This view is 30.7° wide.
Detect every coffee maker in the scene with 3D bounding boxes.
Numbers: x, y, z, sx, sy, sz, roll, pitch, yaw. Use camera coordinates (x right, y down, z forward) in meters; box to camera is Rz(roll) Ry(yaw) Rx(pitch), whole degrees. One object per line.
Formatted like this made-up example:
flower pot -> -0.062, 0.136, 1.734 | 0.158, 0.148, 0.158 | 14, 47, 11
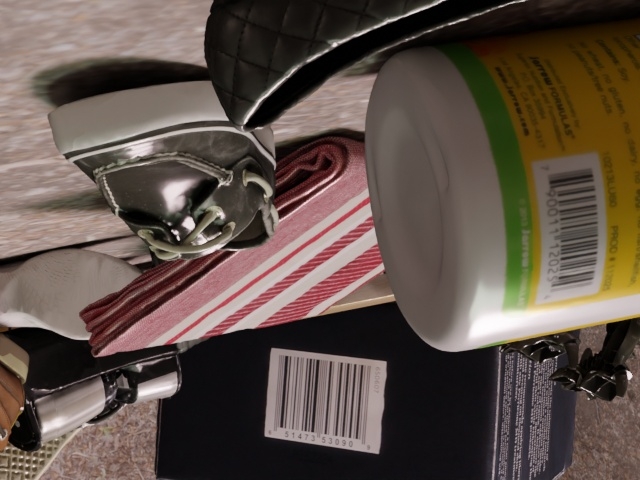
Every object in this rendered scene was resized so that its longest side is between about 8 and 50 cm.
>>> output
coffee maker -> -0.241, 0.106, 1.178 | 0.178, 0.171, 0.120 | -20, -148, -36

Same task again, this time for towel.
towel -> 0.000, 0.000, 0.879 | 0.237, 0.037, 0.329 | -34, 166, 24

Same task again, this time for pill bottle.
pill bottle -> 0.156, -0.035, 0.543 | 0.246, 0.136, 0.136 | -9, 175, -13

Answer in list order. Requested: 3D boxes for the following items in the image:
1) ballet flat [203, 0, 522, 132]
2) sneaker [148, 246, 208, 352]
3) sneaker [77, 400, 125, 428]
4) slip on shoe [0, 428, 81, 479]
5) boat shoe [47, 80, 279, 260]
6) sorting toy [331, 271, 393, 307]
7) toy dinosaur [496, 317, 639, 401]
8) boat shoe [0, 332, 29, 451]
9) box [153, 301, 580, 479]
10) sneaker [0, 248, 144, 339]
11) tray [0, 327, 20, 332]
ballet flat -> 0.046, -0.074, 0.373 | 0.173, 0.049, 0.057 | -12, 176, 14
sneaker -> -0.091, 0.039, 1.103 | 0.130, 0.109, 0.286 | -16, 178, -10
sneaker -> -0.214, 0.118, 1.339 | 0.262, 0.099, 0.121 | -38, -178, 4
slip on shoe -> -0.371, 0.232, 1.340 | 0.101, 0.123, 0.331 | -26, -169, 40
boat shoe -> -0.059, -0.028, 0.559 | 0.078, 0.070, 0.219 | -12, 175, 12
sorting toy -> 0.044, 0.028, 1.306 | 0.257, 0.089, 0.255 | -12, 175, 6
toy dinosaur -> 0.266, 0.030, 1.155 | 0.164, 0.218, 0.322 | 26, 171, -6
boat shoe -> -0.323, 0.107, 0.927 | 0.111, 0.104, 0.307 | -4, 158, 18
box -> 0.089, 0.207, 1.689 | 0.480, 0.297, 0.472 | 4, 180, 23
sneaker -> -0.246, 0.047, 1.053 | 0.212, 0.080, 0.094 | -1, -179, 8
tray -> -0.468, 0.190, 1.272 | 0.411, 0.076, 0.203 | -32, -178, -18
